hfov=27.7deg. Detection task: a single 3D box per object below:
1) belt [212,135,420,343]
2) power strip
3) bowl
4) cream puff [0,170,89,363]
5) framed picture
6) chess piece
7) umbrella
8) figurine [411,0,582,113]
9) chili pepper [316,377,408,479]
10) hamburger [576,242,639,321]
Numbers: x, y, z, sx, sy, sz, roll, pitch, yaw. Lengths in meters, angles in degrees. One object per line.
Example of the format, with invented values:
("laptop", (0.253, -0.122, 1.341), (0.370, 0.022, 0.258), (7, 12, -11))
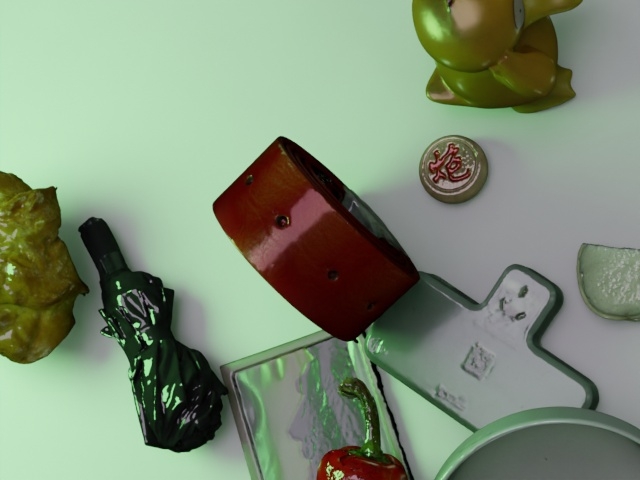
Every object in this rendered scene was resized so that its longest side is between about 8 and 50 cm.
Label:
("belt", (0.000, 0.000, 1.453), (0.115, 0.324, 0.227), (-43, 84, 7))
("power strip", (0.200, 0.121, 1.483), (0.265, 0.059, 0.193), (35, 95, 22))
("bowl", (0.250, 0.297, 1.354), (0.287, 0.144, 0.287), (2, 102, 8))
("cream puff", (-0.409, 0.036, 1.648), (0.241, 0.155, 0.269), (-43, 71, 43))
("framed picture", (-0.001, 0.243, 1.551), (0.192, 0.018, 0.265), (-22, 72, 12))
("chess piece", (0.160, -0.085, 1.555), (0.084, 0.038, 0.083), (-5, 76, 20))
("umbrella", (-0.222, 0.110, 1.622), (0.118, 0.118, 0.340), (-36, 63, 9))
("figurine", (0.195, -0.236, 1.473), (0.215, 0.228, 0.215), (1, 65, -1))
("chili pepper", (0.033, 0.350, 1.452), (0.110, 0.110, 0.387), (10, 93, 21))
("hamburger", (0.345, 0.050, 1.455), (0.121, 0.054, 0.084), (9, 86, 24))
